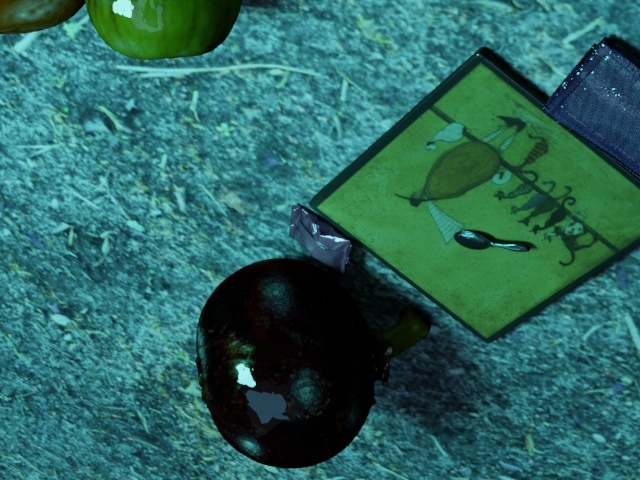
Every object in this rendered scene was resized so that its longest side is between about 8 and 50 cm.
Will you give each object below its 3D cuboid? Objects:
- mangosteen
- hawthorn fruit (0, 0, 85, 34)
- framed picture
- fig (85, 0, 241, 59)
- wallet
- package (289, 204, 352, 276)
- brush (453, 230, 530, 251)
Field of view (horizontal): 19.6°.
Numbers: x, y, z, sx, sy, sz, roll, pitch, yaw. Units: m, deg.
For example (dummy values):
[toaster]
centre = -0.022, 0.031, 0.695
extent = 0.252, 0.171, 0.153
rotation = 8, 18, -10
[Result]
[mangosteen]
centre = -0.004, 0.131, 2.028
extent = 0.261, 0.235, 0.235
rotation = -12, 135, -2
[hawthorn fruit]
centre = -0.320, -0.275, 1.765
extent = 0.179, 0.200, 0.179
rotation = 41, 144, 39
[framed picture]
centre = 0.166, -0.033, 1.867
extent = 0.255, 0.014, 0.338
rotation = 38, 142, -10
[fig]
centre = -0.157, -0.261, 1.742
extent = 0.142, 0.148, 0.186
rotation = -7, 93, 45
[wallet]
centre = 0.293, -0.105, 1.685
extent = 0.166, 0.030, 0.111
rotation = 34, 144, -4
[package]
centre = 0.000, 0.000, 2.007
extent = 0.083, 0.029, 0.059
rotation = 35, 146, 18
[brush]
centre = 0.173, 0.003, 1.885
extent = 0.083, 0.008, 0.024
rotation = 9, 135, 25
